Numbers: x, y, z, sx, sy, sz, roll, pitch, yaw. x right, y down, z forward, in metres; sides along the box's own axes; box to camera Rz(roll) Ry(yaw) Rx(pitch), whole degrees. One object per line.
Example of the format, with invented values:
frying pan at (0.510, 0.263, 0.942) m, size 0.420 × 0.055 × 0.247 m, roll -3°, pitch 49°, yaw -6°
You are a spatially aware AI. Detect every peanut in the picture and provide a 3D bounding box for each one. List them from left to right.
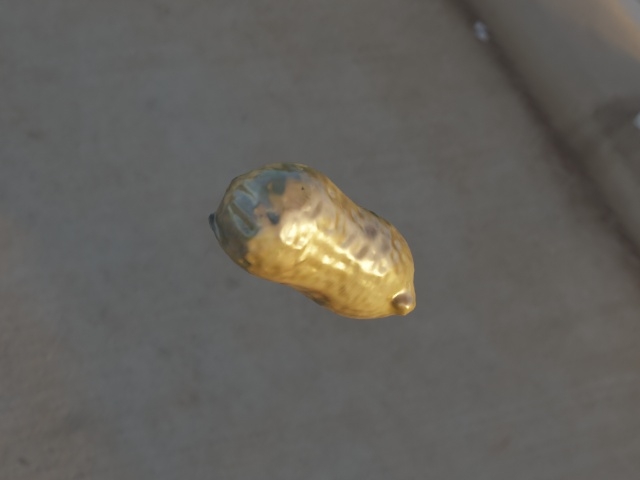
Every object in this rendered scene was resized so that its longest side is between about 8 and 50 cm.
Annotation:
peanut at (0.000, 0.000, 1.361) m, size 0.214 × 0.099 × 0.099 m, roll 28°, pitch 39°, yaw -41°
